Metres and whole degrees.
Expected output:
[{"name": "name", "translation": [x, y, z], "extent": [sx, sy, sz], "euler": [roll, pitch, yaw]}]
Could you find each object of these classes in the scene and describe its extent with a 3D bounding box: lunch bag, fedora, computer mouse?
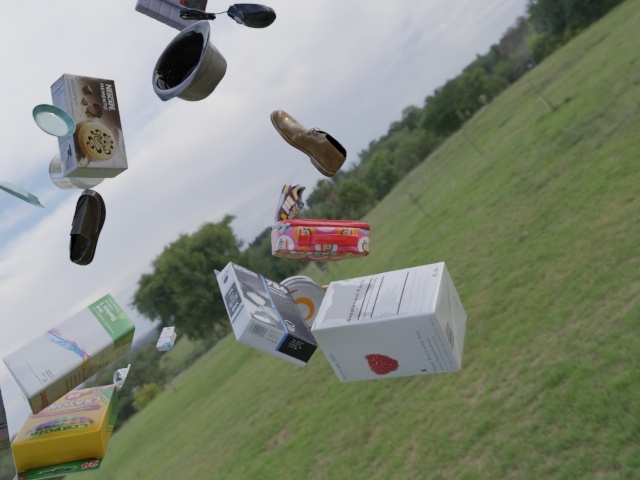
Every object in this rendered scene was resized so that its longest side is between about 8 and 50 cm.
[{"name": "lunch bag", "translation": [0.000, 0.000, 1.812], "extent": [0.292, 0.120, 0.258], "euler": [2, -4, -11]}, {"name": "fedora", "translation": [-0.366, -0.497, 1.744], "extent": [0.275, 0.244, 0.124], "euler": [-21, -32, 34]}, {"name": "computer mouse", "translation": [-0.205, -0.482, 1.301], "extent": [0.241, 0.041, 0.071], "euler": [8, 6, 25]}]

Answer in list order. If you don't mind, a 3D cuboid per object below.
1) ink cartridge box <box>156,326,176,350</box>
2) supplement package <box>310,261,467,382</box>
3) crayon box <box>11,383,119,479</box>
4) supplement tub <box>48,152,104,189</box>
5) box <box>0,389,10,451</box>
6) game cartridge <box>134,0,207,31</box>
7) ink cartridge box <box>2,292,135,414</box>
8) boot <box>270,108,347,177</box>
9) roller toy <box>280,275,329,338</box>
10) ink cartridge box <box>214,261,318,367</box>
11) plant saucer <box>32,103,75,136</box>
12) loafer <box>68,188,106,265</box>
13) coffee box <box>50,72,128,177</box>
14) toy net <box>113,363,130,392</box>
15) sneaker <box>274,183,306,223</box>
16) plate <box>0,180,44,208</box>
[{"name": "ink cartridge box", "translation": [-0.541, 0.347, 2.116], "extent": [0.048, 0.028, 0.083], "euler": [-8, 42, 18]}, {"name": "supplement package", "translation": [0.159, 0.190, 1.359], "extent": [0.292, 0.178, 0.175], "euler": [-13, 31, 28]}, {"name": "crayon box", "translation": [-0.626, 0.470, 1.490], "extent": [0.202, 0.081, 0.318], "euler": [-7, 12, -11]}, {"name": "supplement tub", "translation": [-0.886, -0.257, 2.190], "extent": [0.199, 0.145, 0.144], "euler": [3, 32, 41]}, {"name": "box", "translation": [-0.462, 0.121, 0.689], "extent": [0.143, 0.271, 0.165], "euler": [-11, -21, -31]}, {"name": "game cartridge", "translation": [-0.493, -0.913, 2.089], "extent": [0.068, 0.230, 0.355], "euler": [-17, 61, 60]}, {"name": "ink cartridge box", "translation": [-0.607, 0.278, 1.463], "extent": [0.278, 0.117, 0.201], "euler": [-35, -10, -32]}, {"name": "boot", "translation": [-0.036, -0.359, 2.057], "extent": [0.115, 0.305, 0.112], "euler": [-44, 7, 44]}, {"name": "roller toy", "translation": [-0.065, 0.211, 1.949], "extent": [0.209, 0.191, 0.146], "euler": [-58, 6, 1]}, {"name": "ink cartridge box", "translation": [-0.129, 0.139, 1.310], "extent": [0.065, 0.165, 0.333], "euler": [-59, 27, 10]}, {"name": "plant saucer", "translation": [-0.747, -0.330, 1.674], "extent": [0.021, 0.119, 0.119], "euler": [-42, -1, 32]}, {"name": "loafer", "translation": [-0.648, -0.031, 1.657], "extent": [0.078, 0.080, 0.220], "euler": [-111, 30, -81]}, {"name": "coffee box", "translation": [-0.722, -0.353, 1.872], "extent": [0.168, 0.298, 0.118], "euler": [-4, -9, -45]}, {"name": "toy net", "translation": [-0.660, 0.488, 1.891], "extent": [0.122, 0.045, 0.232], "euler": [127, 160, -53]}, {"name": "sneaker", "translation": [-0.102, -0.112, 2.094], "extent": [0.083, 0.186, 0.069], "euler": [4, -13, 22]}, {"name": "plate", "translation": [-1.011, -0.160, 2.009], "extent": [0.024, 0.188, 0.188], "euler": [-65, 6, -12]}]
